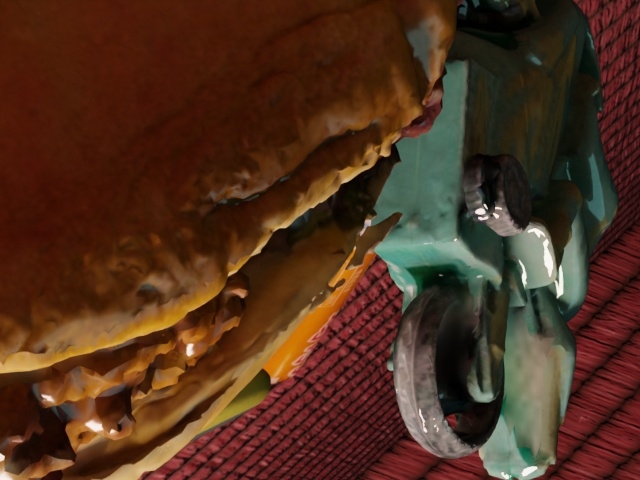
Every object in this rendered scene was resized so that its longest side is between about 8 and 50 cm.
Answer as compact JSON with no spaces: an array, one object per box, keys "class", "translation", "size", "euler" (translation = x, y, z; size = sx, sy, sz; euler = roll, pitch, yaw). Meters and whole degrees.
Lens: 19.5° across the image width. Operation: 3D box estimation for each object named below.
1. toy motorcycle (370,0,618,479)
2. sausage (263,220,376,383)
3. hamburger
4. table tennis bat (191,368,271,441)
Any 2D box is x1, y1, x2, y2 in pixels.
[{"class":"toy motorcycle","translation":[0.086,-0.029,0.950],"size":[0.198,0.109,0.297],"euler":[28,62,-53]},{"class":"sausage","translation":[0.000,0.000,1.176],"size":[0.071,0.071,0.234],"euler":[-35,164,-42]},{"class":"hamburger","translation":[-0.081,-0.019,0.632],"size":[0.282,0.245,0.155],"euler":[5,155,-13]},{"class":"table tennis bat","translation":[-0.182,0.147,0.905],"size":[0.368,0.054,0.224],"euler":[-25,177,-27]}]
